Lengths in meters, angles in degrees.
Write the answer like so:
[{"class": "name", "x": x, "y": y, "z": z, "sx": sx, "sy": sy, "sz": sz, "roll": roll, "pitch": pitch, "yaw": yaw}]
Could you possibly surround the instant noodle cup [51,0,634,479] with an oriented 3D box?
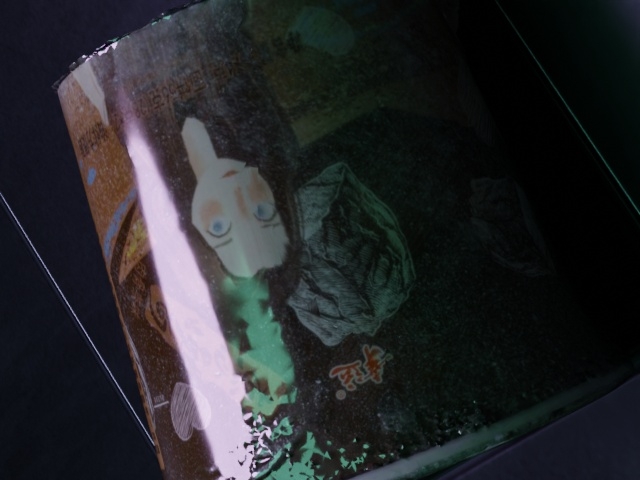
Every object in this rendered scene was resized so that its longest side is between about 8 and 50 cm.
[{"class": "instant noodle cup", "x": 0.000, "y": 0.000, "z": 0.698, "sx": 0.217, "sy": 0.217, "sz": 0.207, "roll": -26, "pitch": 85, "yaw": 55}]
